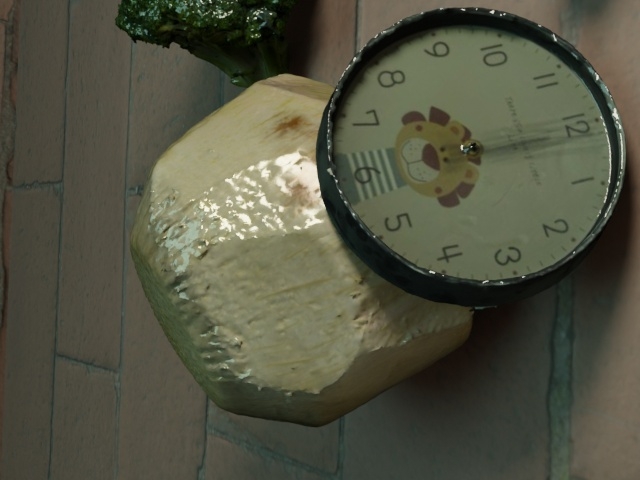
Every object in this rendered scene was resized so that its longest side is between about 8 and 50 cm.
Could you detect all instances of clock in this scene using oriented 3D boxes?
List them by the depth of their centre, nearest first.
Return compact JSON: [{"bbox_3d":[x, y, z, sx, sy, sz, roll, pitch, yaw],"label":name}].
[{"bbox_3d":[0.150,-0.088,1.081,0.061,0.313,0.312,101,161,-71],"label":"clock"}]

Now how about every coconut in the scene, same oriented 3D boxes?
[{"bbox_3d":[0.000,0.000,1.256,0.345,0.415,0.415,-156,72,-64],"label":"coconut"}]

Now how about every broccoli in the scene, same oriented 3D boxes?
[{"bbox_3d":[-0.130,-0.359,1.581,0.321,0.304,0.283,8,139,36],"label":"broccoli"}]
